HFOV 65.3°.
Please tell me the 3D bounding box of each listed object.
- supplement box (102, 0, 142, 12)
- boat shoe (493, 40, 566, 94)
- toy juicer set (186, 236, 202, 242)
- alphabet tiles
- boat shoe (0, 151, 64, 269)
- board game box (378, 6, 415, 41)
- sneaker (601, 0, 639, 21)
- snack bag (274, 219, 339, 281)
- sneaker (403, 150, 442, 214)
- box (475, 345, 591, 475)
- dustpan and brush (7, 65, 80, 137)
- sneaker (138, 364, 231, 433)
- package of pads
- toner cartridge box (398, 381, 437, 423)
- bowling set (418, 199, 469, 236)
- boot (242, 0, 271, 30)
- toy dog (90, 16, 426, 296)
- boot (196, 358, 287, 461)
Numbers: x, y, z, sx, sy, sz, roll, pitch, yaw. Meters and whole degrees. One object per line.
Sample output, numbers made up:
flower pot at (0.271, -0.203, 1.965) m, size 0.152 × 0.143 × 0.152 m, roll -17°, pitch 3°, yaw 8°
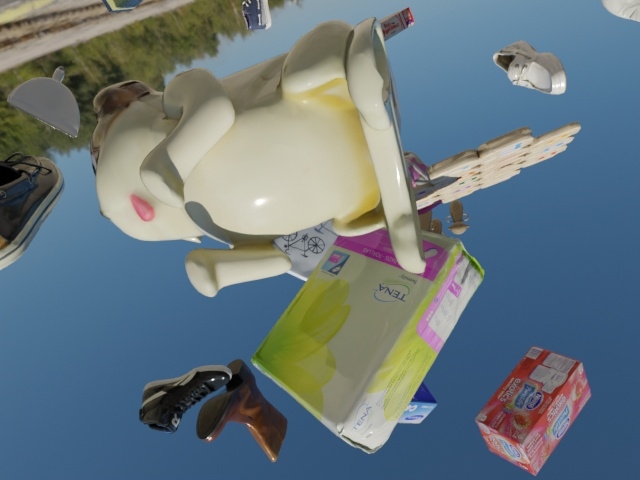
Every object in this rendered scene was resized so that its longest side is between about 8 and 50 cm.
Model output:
supplement box at (-0.317, -0.424, 0.795) m, size 0.083 × 0.083 × 0.056 m, roll -23°, pitch -164°, yaw 29°
boat shoe at (0.537, -0.441, 1.305) m, size 0.096 × 0.098 × 0.277 m, roll -16°, pitch -145°, yaw 1°
toy juicer set at (-0.395, -0.085, 1.570) m, size 0.329 × 0.209 × 0.089 m, roll -64°, pitch -177°, yaw -39°
alphabet tiles at (0.243, -0.106, 0.770) m, size 0.277 × 0.021 × 0.284 m, roll -22°, pitch 171°, yaw 16°
boat shoe at (-0.697, -0.103, 1.092) m, size 0.186 × 0.156 × 0.500 m, roll -26°, pitch -148°, yaw -1°
board game box at (0.133, -0.540, 1.316) m, size 0.146 × 0.045 × 0.193 m, roll -35°, pitch -158°, yaw -16°
sneaker at (0.433, -0.326, 0.608) m, size 0.234 × 0.090 × 0.095 m, roll -19°, pitch -146°, yaw -9°
snack bag at (0.000, 0.000, 1.780) m, size 0.343 × 0.322 × 0.037 m, roll -69°, pitch -166°, yaw -18°
sneaker at (0.158, -0.130, 1.035) m, size 0.103 × 0.252 × 0.111 m, roll -34°, pitch -119°, yaw 32°
box at (0.497, 0.387, 1.161) m, size 0.257 × 0.123 × 0.128 m, roll -40°, pitch -153°, yaw -23°
dustpan and brush at (-0.607, -0.334, 1.133) m, size 0.060 × 0.147 × 0.211 m, roll -24°, pitch -130°, yaw 37°
sneaker at (-0.299, 0.364, 1.115) m, size 0.216 × 0.079 × 0.121 m, roll -18°, pitch -138°, yaw 9°
package of pads at (0.065, 0.112, 0.707) m, size 0.229 × 0.101 × 0.297 m, roll 21°, pitch -107°, yaw 51°
toner cartridge box at (0.120, 0.275, 1.212) m, size 0.075 × 0.165 × 0.348 m, roll -56°, pitch -139°, yaw 20°
bowling set at (0.350, -0.012, 1.666) m, size 0.286 × 0.200 × 0.154 m, roll -6°, pitch -129°, yaw 14°
boot at (-0.233, -0.827, 1.722) m, size 0.086 × 0.190 × 0.069 m, roll -20°, pitch -167°, yaw -26°
toy dog at (-0.103, -0.126, 0.636) m, size 0.407 × 0.285 × 0.396 m, roll -11°, pitch -132°, yaw 13°
boot at (-0.209, 0.519, 1.391) m, size 0.096 × 0.281 × 0.264 m, roll -21°, pitch -157°, yaw 18°
